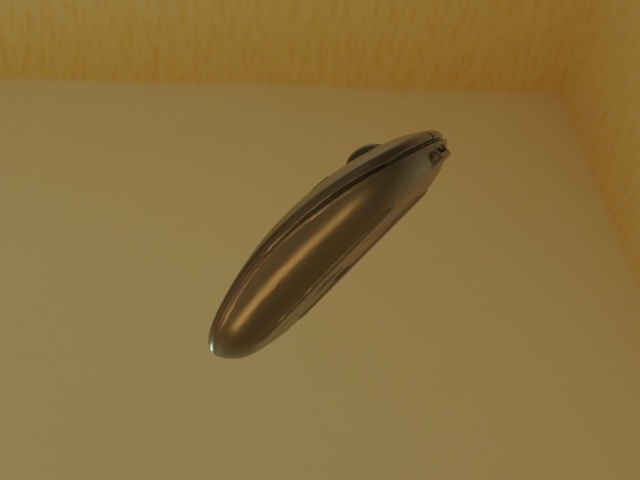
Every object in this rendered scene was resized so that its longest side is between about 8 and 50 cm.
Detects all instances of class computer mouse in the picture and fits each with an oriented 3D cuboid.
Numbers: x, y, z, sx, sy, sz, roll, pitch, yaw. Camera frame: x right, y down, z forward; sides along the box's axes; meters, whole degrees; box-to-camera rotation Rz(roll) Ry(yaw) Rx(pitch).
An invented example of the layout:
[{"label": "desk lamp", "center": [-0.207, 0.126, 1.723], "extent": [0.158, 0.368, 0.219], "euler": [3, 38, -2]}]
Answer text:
[{"label": "computer mouse", "center": [-0.001, -0.001, 0.852], "extent": [0.057, 0.232, 0.120], "euler": [47, -154, 8]}]
